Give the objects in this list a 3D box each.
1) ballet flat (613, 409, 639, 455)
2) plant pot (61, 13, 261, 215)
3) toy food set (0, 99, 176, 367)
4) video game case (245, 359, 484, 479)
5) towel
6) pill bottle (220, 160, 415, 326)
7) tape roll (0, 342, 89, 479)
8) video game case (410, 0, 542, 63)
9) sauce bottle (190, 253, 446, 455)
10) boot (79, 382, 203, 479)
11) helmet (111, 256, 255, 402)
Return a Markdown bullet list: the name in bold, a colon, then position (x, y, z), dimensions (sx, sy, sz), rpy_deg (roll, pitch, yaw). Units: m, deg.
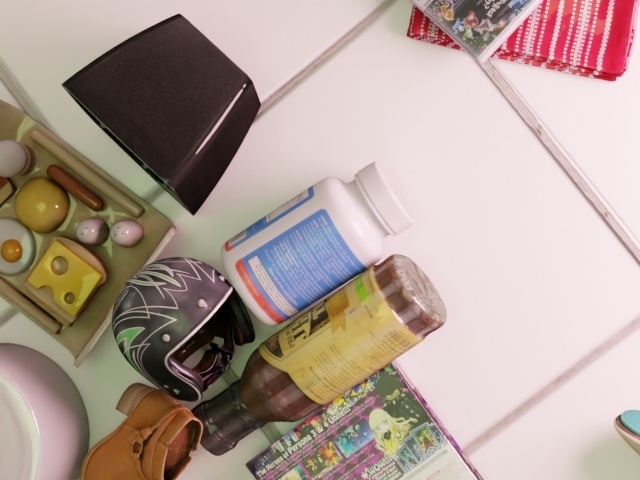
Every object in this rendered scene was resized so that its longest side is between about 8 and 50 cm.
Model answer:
- **ballet flat**: position (0.461, 0.268, 1.658), dimensions (0.249, 0.086, 0.086), rpy_deg (13, 92, 10)
- **plant pot**: position (-0.177, -0.165, 1.744), dimensions (0.188, 0.187, 0.167), rpy_deg (44, 86, 9)
- **toy food set**: position (-0.364, -0.011, 1.817), dimensions (0.306, 0.092, 0.219), rpy_deg (36, 96, 10)
- **video game case**: position (0.059, 0.294, 1.754), dimensions (0.232, 0.042, 0.210), rpy_deg (-38, 83, 9)
- **towel**: position (0.257, -0.315, 1.725), dimensions (0.275, 0.031, 0.198), rpy_deg (13, 91, 12)
- **pill bottle**: position (0.000, 0.000, 1.727), dimensions (0.221, 0.124, 0.124), rpy_deg (-32, 84, 10)
- **tape roll**: position (-0.436, 0.255, 1.792), dimensions (0.246, 0.169, 0.246), rpy_deg (0, 90, 11)
- **video game case**: position (0.198, -0.339, 1.714), dimensions (0.173, 0.022, 0.190), rpy_deg (45, 96, 12)
- **sauce bottle**: position (-0.011, 0.149, 1.730), dimensions (0.344, 0.111, 0.111), rpy_deg (-35, 83, 15)
- **boot**: position (-0.224, 0.281, 1.758), dimensions (0.152, 0.073, 0.197), rpy_deg (20, 91, 52)
- **helmet**: position (-0.173, 0.099, 1.725), dimensions (0.169, 0.169, 0.161), rpy_deg (-19, 125, 11)
